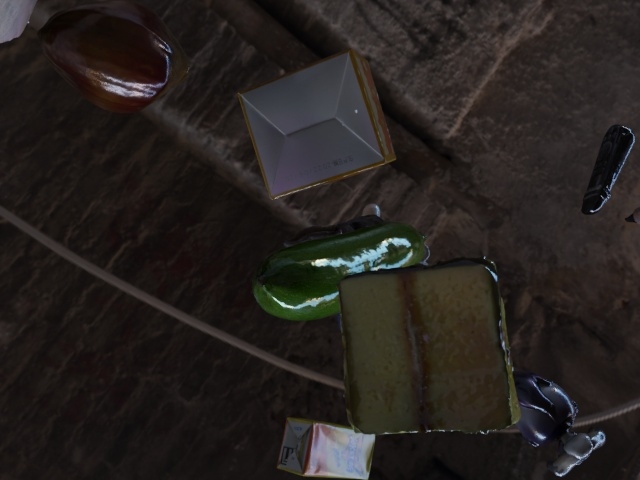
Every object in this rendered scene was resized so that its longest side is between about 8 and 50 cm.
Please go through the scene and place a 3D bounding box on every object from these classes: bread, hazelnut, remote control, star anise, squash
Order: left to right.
[{"bbox_3d":[-0.319,-0.294,0.844,0.181,0.181,0.212,-39,-159,-4],"label":"hazelnut"},{"bbox_3d":[0.041,0.000,1.004,0.212,0.073,0.197,-10,176,18],"label":"star anise"},{"bbox_3d":[0.045,0.037,0.762,0.395,0.107,0.107,-16,159,-51],"label":"squash"},{"bbox_3d":[0.138,0.137,0.625,0.163,0.264,0.167,-9,-111,19],"label":"bread"},{"bbox_3d":[0.781,-0.185,1.462,0.090,0.066,0.266,68,43,-82],"label":"remote control"}]

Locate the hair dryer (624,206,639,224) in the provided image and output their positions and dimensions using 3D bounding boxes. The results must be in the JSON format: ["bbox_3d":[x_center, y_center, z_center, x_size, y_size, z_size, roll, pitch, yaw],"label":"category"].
[{"bbox_3d":[0.759,-0.078,1.132,0.344,0.189,0.106,139,-29,-73],"label":"hair dryer"}]

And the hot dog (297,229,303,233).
[{"bbox_3d":[0.001,-0.001,1.223,0.144,0.062,0.038,6,-134,48],"label":"hot dog"}]

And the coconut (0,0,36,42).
[{"bbox_3d":[-0.551,-0.427,0.761,0.309,0.297,0.297,-41,-163,28],"label":"coconut"}]

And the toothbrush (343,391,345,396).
[{"bbox_3d":[0.102,0.420,1.469,0.020,0.025,0.286,-59,160,-5],"label":"toothbrush"}]

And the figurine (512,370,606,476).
[{"bbox_3d":[0.488,0.384,1.173,0.145,0.222,0.145,-28,147,-21],"label":"figurine"}]

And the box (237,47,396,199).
[{"bbox_3d":[0.003,-0.264,1.270,0.283,0.259,0.214,-16,-176,16],"label":"box"}]

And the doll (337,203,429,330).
[{"bbox_3d":[0.159,0.148,1.441,0.365,0.376,0.187,-47,155,15],"label":"doll"}]

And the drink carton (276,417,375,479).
[{"bbox_3d":[0.030,0.647,1.671,0.111,0.351,0.154,-3,-112,39],"label":"drink carton"}]
